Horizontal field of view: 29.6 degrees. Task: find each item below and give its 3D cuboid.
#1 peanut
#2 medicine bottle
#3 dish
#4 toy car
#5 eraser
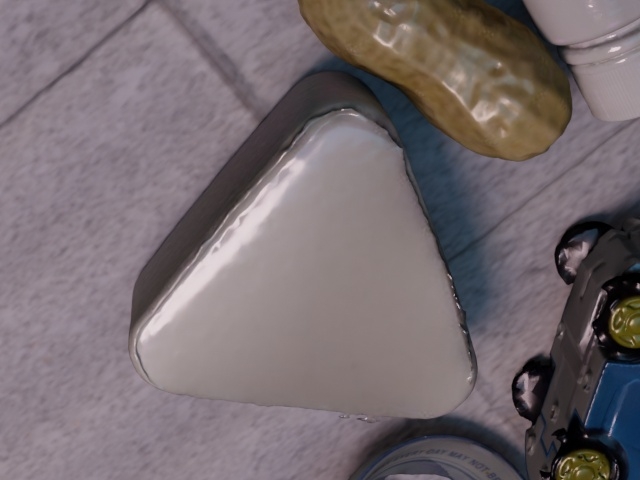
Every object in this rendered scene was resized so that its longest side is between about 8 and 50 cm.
[{"bbox_3d":[0.102,-0.180,1.094,0.290,0.130,0.130,35,102,-13],"label":"peanut"},{"bbox_3d":[0.250,-0.234,1.086,0.139,0.139,0.237,-31,110,5],"label":"medicine bottle"},{"bbox_3d":[0.100,0.344,1.290,0.273,0.134,0.273,4,80,-26],"label":"dish"},{"bbox_3d":[0.300,0.131,1.191,0.166,0.198,0.314,13,107,-5],"label":"toy car"},{"bbox_3d":[0.000,0.000,1.138,0.331,0.150,0.331,-2,113,-5],"label":"eraser"}]
